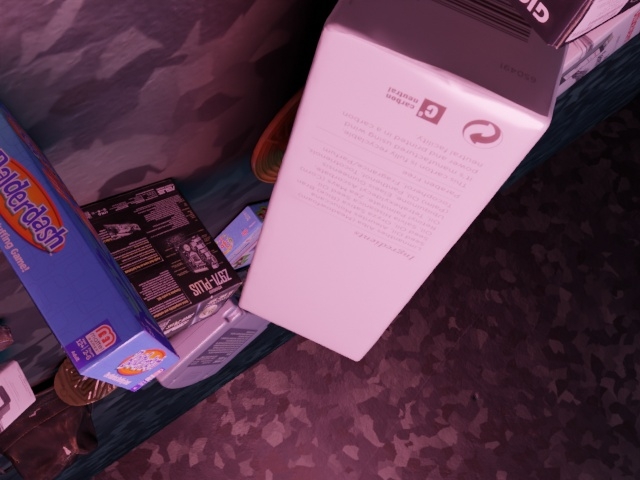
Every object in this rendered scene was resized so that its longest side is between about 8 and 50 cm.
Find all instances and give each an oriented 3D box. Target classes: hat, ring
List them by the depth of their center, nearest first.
[{"bbox_3d":[0.054,-0.176,0.963,0.336,0.032,0.336,-34,168,-8],"label":"ring"},{"bbox_3d":[-0.485,0.356,1.301,0.331,0.134,0.331,-34,169,-7],"label":"hat"}]

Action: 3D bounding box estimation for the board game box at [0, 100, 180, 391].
[{"bbox_3d":[-0.181,0.001,0.501,0.047,0.210,0.160,-35,170,-11],"label":"board game box"}]

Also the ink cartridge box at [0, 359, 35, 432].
[{"bbox_3d":[-0.430,0.213,0.859,0.109,0.063,0.150,-20,-169,11],"label":"ink cartridge box"}]

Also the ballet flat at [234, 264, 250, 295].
[{"bbox_3d":[-0.154,0.088,1.363,0.188,0.070,0.070,-24,164,-46],"label":"ballet flat"}]

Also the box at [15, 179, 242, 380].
[{"bbox_3d":[-0.199,0.035,0.760,0.180,0.147,0.077,-27,166,-44],"label":"box"}]

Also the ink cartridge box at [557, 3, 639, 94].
[{"bbox_3d":[0.345,-0.295,1.112,0.289,0.122,0.211,-39,169,14],"label":"ink cartridge box"}]

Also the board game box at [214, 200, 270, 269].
[{"bbox_3d":[-0.093,-0.012,1.186,0.160,0.039,0.211,-42,167,31],"label":"board game box"}]

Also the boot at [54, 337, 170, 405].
[{"bbox_3d":[-0.311,0.196,1.280,0.236,0.089,0.269,-36,171,1],"label":"boot"}]

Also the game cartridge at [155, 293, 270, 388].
[{"bbox_3d":[-0.192,0.178,1.277,0.198,0.062,0.297,-38,169,2],"label":"game cartridge"}]

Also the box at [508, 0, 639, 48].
[{"bbox_3d":[0.135,-0.239,0.431,0.175,0.220,0.051,-32,166,-22],"label":"box"}]

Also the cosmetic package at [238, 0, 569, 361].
[{"bbox_3d":[0.061,-0.084,0.696,0.453,0.161,0.230,114,-1,-58],"label":"cosmetic package"}]

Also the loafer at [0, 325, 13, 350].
[{"bbox_3d":[-0.421,0.153,0.810,0.170,0.061,0.062,-30,167,-31],"label":"loafer"}]
